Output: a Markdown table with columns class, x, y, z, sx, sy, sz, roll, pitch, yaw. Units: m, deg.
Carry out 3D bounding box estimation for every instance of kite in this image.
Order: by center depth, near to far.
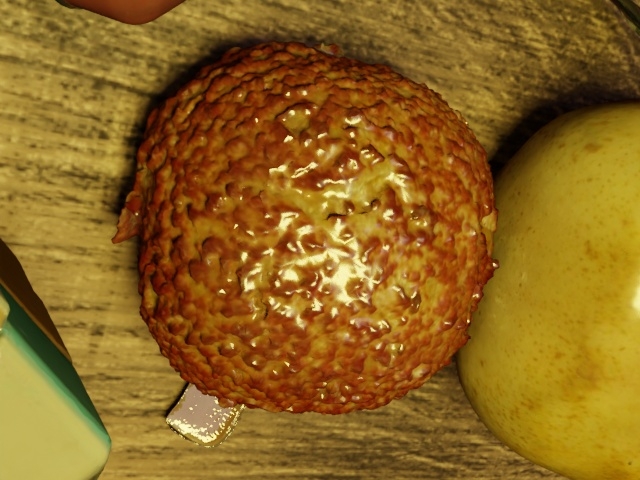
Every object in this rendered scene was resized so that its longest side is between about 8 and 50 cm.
| class | x | y | z | sx | sy | sz | roll | pitch | yaw |
| --- | --- | --- | --- | --- | --- | --- | --- | --- | --- |
| kite | 0.346 | -0.189 | 1.032 | 0.022 | 0.204 | 0.360 | -45 | 131 | 17 |

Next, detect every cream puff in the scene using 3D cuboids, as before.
| class | x | y | z | sx | sy | sz | roll | pitch | yaw |
| --- | --- | --- | --- | --- | --- | --- | --- | --- | --- |
| cream puff | -0.003 | 0.004 | 0.865 | 0.350 | 0.228 | 0.350 | -3 | 109 | -9 |

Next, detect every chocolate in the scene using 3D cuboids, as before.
| class | x | y | z | sx | sy | sz | roll | pitch | yaw |
| --- | --- | --- | --- | --- | --- | --- | --- | --- | --- |
| chocolate | -0.104 | 0.151 | 1.003 | 0.064 | 0.031 | 0.101 | 29 | 90 | -15 |

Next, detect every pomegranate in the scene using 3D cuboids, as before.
| class | x | y | z | sx | sy | sz | roll | pitch | yaw |
| --- | --- | --- | --- | --- | --- | --- | --- | --- | --- |
| pomegranate | 0.323 | 0.067 | 0.986 | 0.416 | 0.416 | 0.417 | -10 | 113 | -24 |

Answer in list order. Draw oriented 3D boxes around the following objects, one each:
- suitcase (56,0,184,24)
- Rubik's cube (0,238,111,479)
| class | x | y | z | sx | sy | sz | roll | pitch | yaw |
| --- | --- | --- | --- | --- | --- | --- | --- | --- | --- |
| suitcase | -0.123 | -0.315 | 0.665 | 0.236 | 0.161 | 0.297 | -45 | 151 | -33 |
| Rubik's cube | -0.393 | 0.054 | 0.629 | 0.347 | 0.346 | 0.344 | -38 | 121 | -11 |
